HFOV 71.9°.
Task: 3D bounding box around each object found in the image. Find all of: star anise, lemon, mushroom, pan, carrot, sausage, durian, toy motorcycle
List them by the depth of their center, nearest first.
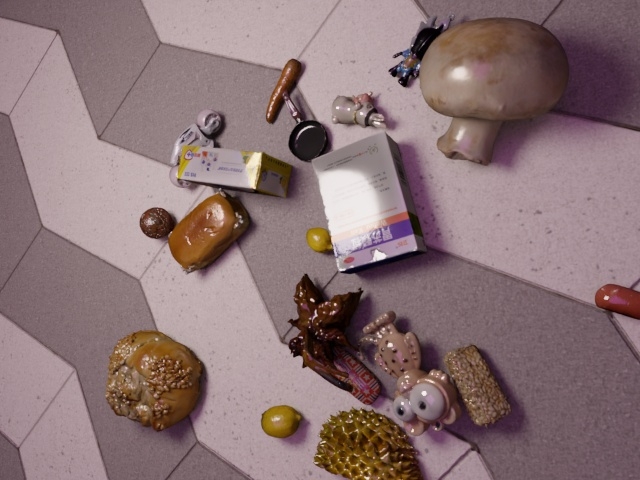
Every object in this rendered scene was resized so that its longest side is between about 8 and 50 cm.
[{"bbox_3d":[0.594,0.119,0.869,0.094,0.059,0.054,19,92,23],"label":"sausage"},{"bbox_3d":[0.355,-0.313,0.942,0.298,0.297,0.290,16,127,24],"label":"mushroom"},{"bbox_3d":[0.106,0.482,1.023,0.261,0.153,0.186,-3,58,16],"label":"durian"},{"bbox_3d":[0.013,0.217,1.035,0.237,0.148,0.346,-34,33,10],"label":"star anise"},{"bbox_3d":[-0.099,0.462,1.125,0.111,0.082,0.082,-8,81,17],"label":"lemon"},{"bbox_3d":[0.000,0.000,1.141,0.092,0.065,0.065,34,98,25],"label":"lemon"},{"bbox_3d":[-0.054,-0.315,1.210,0.115,0.040,0.212,-29,81,19],"label":"pan"},{"bbox_3d":[-0.111,-0.422,1.247,0.047,0.047,0.191,33,98,23],"label":"carrot"},{"bbox_3d":[-0.382,-0.279,1.309,0.112,0.112,0.254,25,90,24],"label":"toy motorcycle"}]

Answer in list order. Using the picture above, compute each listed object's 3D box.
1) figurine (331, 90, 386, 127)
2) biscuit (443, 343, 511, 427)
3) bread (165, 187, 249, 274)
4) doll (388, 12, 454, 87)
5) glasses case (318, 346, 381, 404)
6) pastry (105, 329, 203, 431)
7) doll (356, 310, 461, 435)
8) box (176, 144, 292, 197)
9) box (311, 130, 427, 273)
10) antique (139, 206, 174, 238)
[{"bbox_3d":[0.105,-0.339,1.122,0.146,0.081,0.098,9,88,25],"label":"figurine"},{"bbox_3d":[0.336,0.311,0.954,0.168,0.082,0.070,64,151,17],"label":"biscuit"},{"bbox_3d":[-0.325,-0.025,1.265,0.241,0.107,0.136,-41,73,15],"label":"bread"},{"bbox_3d":[0.253,-0.471,1.080,0.096,0.070,0.195,46,110,5],"label":"doll"},{"bbox_3d":[0.063,0.320,1.086,0.194,0.049,0.073,35,98,23],"label":"glasses case"},{"bbox_3d":[-0.496,0.397,1.265,0.311,0.162,0.255,14,88,23],"label":"pastry"},{"bbox_3d":[0.194,0.299,0.999,0.154,0.119,0.278,-51,61,26],"label":"doll"},{"bbox_3d":[-0.235,-0.189,1.212,0.265,0.168,0.097,10,91,23],"label":"box"},{"bbox_3d":[0.116,-0.087,1.076,0.200,0.106,0.299,-18,76,23],"label":"box"},{"bbox_3d":[-0.503,-0.053,1.349,0.104,0.104,0.104,-3,83,23],"label":"antique"}]
